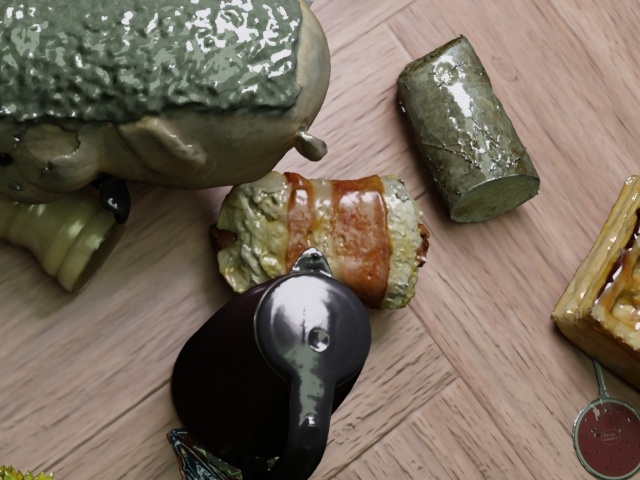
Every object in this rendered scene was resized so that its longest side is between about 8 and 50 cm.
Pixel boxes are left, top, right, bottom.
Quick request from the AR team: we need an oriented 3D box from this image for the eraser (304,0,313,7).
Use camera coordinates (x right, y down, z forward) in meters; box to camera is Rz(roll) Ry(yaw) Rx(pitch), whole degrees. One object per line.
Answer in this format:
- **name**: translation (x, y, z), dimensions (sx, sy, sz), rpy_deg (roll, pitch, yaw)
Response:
- **eraser**: translation (-0.122, -0.234, 1.618), dimensions (0.210, 0.124, 0.068), rpy_deg (9, 55, -16)

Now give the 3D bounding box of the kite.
- **kite**: translation (-0.057, 0.216, 1.593), dimensions (0.189, 0.009, 0.232), rpy_deg (29, 70, -10)

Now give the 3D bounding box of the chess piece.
- **chess piece**: translation (-0.281, -0.041, 1.549), dimensions (0.200, 0.090, 0.090), rpy_deg (33, 69, 1)

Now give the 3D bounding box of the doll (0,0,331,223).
- **doll**: translation (-0.171, -0.139, 1.476), dimensions (0.350, 0.247, 0.247), rpy_deg (6, 75, -18)

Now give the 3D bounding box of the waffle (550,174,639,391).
- **waffle**: translation (0.409, 0.085, 1.740), dimensions (0.308, 0.091, 0.213), rpy_deg (35, 67, -9)

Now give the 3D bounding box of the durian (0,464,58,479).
- **durian**: translation (-0.320, 0.277, 1.391), dimensions (0.176, 0.200, 0.237), rpy_deg (21, 46, 34)

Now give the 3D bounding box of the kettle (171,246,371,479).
- **kettle**: translation (-0.042, 0.126, 1.492), dimensions (0.144, 0.232, 0.202), rpy_deg (14, 69, -12)

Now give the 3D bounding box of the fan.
- **fan**: translation (0.291, 0.178, 1.722), dimensions (0.085, 0.005, 0.133), rpy_deg (-5, 79, -19)

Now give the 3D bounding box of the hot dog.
- **hot dog**: translation (0.000, 0.000, 1.622), dimensions (0.213, 0.103, 0.146), rpy_deg (8, 95, -7)

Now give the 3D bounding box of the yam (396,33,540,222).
- **yam**: translation (0.142, -0.112, 1.695), dimensions (0.107, 0.107, 0.183), rpy_deg (-21, 82, -22)
